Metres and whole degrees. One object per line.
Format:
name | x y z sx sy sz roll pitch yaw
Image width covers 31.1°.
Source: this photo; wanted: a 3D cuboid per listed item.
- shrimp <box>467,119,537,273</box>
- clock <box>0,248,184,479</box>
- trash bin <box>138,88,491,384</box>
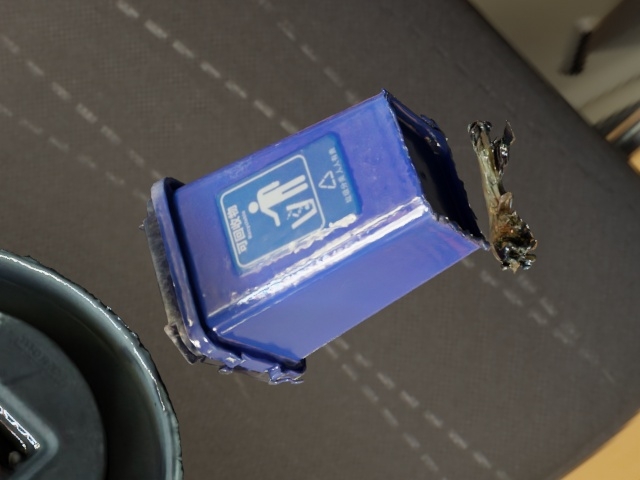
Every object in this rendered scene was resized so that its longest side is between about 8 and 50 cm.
shrimp | 0.180 -0.043 1.127 0.219 0.046 0.152 -68 -33 -77
clock | -0.220 0.128 0.667 0.280 0.055 0.281 13 -129 -17
trash bin | 0.000 0.000 0.906 0.184 0.234 0.163 26 -141 -57
